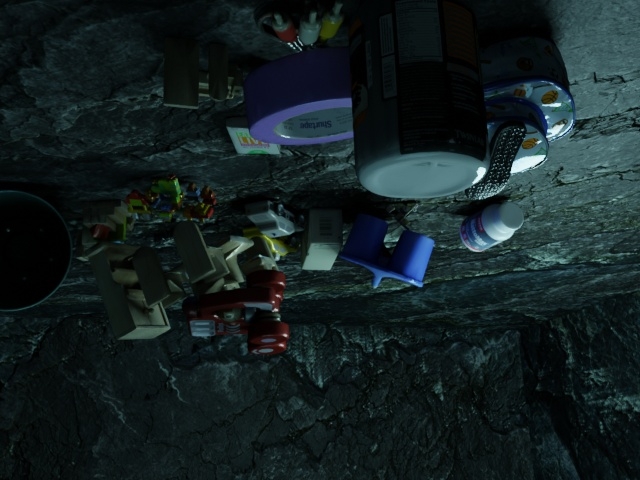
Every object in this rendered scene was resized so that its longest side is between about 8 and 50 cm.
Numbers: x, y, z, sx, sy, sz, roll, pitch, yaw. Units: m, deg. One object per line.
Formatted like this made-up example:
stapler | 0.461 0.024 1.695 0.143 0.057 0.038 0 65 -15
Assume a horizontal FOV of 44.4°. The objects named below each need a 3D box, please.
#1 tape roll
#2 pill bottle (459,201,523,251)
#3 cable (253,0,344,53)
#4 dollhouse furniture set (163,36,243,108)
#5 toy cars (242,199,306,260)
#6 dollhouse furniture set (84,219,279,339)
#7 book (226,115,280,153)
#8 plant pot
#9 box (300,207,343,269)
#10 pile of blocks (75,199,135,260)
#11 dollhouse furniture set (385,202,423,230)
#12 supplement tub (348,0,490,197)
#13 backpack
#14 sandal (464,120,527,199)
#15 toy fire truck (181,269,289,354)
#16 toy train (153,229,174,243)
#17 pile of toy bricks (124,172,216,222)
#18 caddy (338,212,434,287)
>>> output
tape roll | 0.006 -0.245 1.364 0.275 0.090 0.275 -7 173 -1
pill bottle | 0.481 -0.043 2.195 0.108 0.107 0.180 5 161 -22
cable | -0.028 -0.313 1.284 0.140 0.072 0.287 -7 163 2
dollhouse furniture set | -0.209 -0.255 1.369 0.144 0.123 0.151 3 162 -17
toy cars | -0.134 -0.011 2.228 0.177 0.087 0.393 5 162 -6
dollhouse furniture set | -0.374 0.059 2.034 0.394 0.256 0.362 -29 164 19
book | -0.141 -0.222 1.658 0.096 0.035 0.144 0 165 4
plant pot | -0.767 0.027 1.984 0.293 0.292 0.235 1 178 -11
box | 0.000 0.000 2.270 0.094 0.113 0.275 1 162 -7
pile of blocks | -0.596 -0.004 2.171 0.149 0.112 0.362 4 163 -20
dollhouse furniture set | 0.238 -0.089 2.181 0.081 0.091 0.114 -47 180 7
supplement tub | 0.140 -0.235 1.152 0.194 0.315 0.193 -1 163 0
backpack | 0.312 -0.237 1.390 0.263 0.213 0.276 -21 154 22
sandal | 0.295 -0.139 1.326 0.067 0.040 0.179 3 137 -16
toy fire truck | -0.212 0.184 1.946 0.254 0.169 0.302 -3 160 -7
toy train | -0.431 -0.015 2.302 0.158 0.027 0.036 -15 162 38
pile of toy bricks | -0.360 -0.115 1.896 0.212 0.118 0.105 4 130 15
caddy | 0.177 0.048 2.156 0.241 0.179 0.341 21 180 5
